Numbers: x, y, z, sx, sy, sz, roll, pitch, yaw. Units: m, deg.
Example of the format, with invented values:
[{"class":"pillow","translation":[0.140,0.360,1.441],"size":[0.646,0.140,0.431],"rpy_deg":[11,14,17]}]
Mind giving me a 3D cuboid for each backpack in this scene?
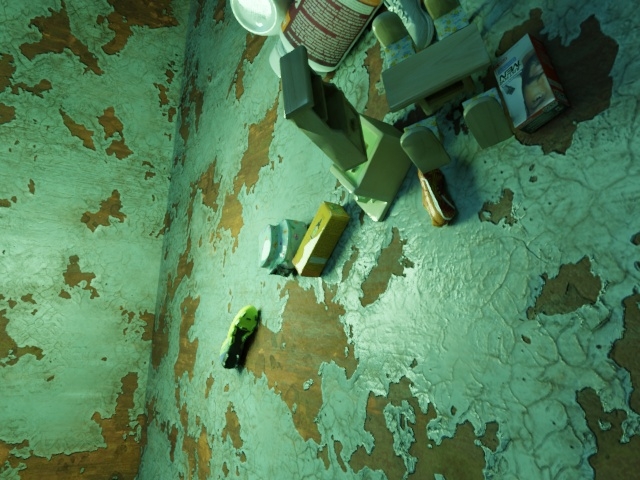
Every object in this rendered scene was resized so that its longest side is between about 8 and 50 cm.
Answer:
[{"class":"backpack","translation":[-0.122,0.016,1.649],"size":[0.188,0.144,0.166],"rpy_deg":[-35,48,45]}]

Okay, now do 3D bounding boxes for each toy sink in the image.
[{"class":"toy sink","translation":[0.124,-0.188,1.318],"size":[0.234,0.131,0.153],"rpy_deg":[-65,35,24]}]

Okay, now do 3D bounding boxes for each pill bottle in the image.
[{"class":"pill bottle","translation":[0.012,-0.668,1.534],"size":[0.392,0.223,0.224],"rpy_deg":[-46,45,41]}]

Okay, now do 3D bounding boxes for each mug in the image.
[{"class":"mug","translation":[-0.133,-0.869,1.638],"size":[0.328,0.276,0.374],"rpy_deg":[-63,6,-36]}]

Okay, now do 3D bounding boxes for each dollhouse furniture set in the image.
[{"class":"dollhouse furniture set","translation":[0.146,-0.346,1.071],"size":[0.394,0.256,0.362],"rpy_deg":[-22,58,25]}]

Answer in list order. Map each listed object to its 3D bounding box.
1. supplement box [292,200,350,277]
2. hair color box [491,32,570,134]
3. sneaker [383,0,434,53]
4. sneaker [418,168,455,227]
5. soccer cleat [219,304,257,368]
[{"class":"supplement box","translation":[0.000,0.000,1.518],"size":[0.234,0.080,0.078],"rpy_deg":[-64,36,28]},{"class":"hair color box","translation":[0.405,-0.304,0.978],"size":[0.093,0.053,0.167],"rpy_deg":[-39,52,46]},{"class":"sneaker","translation":[0.212,-0.592,1.296],"size":[0.099,0.120,0.263],"rpy_deg":[-32,56,51]},{"class":"sneaker","translation":[0.253,-0.110,1.160],"size":[0.067,0.064,0.175],"rpy_deg":[126,143,-51]},{"class":"soccer cleat","translation":[-0.322,0.358,1.920],"size":[0.289,0.093,0.121],"rpy_deg":[-67,28,19]}]
